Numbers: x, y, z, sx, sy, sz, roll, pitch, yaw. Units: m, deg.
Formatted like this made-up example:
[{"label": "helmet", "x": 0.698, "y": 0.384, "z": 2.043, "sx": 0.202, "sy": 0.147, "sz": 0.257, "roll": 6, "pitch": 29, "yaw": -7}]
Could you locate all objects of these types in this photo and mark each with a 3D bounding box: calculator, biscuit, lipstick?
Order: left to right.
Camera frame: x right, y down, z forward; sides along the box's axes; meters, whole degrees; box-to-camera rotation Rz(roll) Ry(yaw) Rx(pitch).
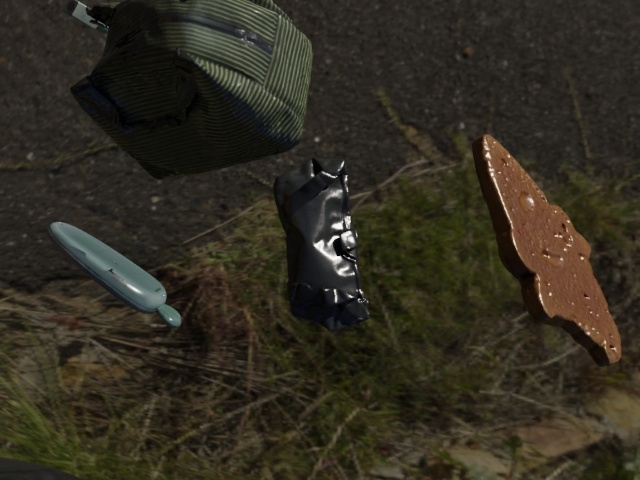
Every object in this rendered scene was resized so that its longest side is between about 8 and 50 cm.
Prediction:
[{"label": "lipstick", "x": -0.411, "y": -0.401, "z": 1.705, "sx": 0.030, "sy": 0.030, "sz": 0.129, "roll": -61, "pitch": 148, "yaw": 4}, {"label": "calculator", "x": -0.372, "y": 0.061, "z": 1.710, "sx": 0.299, "sy": 0.185, "sz": 0.041, "roll": 36, "pitch": 93, "yaw": 0}, {"label": "biscuit", "x": 0.237, "y": 0.012, "z": 0.999, "sx": 0.280, "sy": 0.043, "sz": 0.183, "roll": 56, "pitch": 33, "yaw": 3}]

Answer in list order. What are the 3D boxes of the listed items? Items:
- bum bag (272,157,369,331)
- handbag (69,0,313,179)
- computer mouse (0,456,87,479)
[{"label": "bum bag", "x": 0.000, "y": 0.000, "z": 1.001, "sx": 0.087, "sy": 0.049, "sz": 0.197, "roll": -6, "pitch": 73, "yaw": -5}, {"label": "handbag", "x": -0.200, "y": -0.253, "z": 1.402, "sx": 0.240, "sy": 0.341, "sz": 0.247, "roll": 35, "pitch": 54, "yaw": -51}, {"label": "computer mouse", "x": -0.191, "y": 0.218, "z": 0.689, "sx": 0.138, "sy": 0.269, "sz": 0.086, "roll": 21, "pitch": 60, "yaw": 19}]
